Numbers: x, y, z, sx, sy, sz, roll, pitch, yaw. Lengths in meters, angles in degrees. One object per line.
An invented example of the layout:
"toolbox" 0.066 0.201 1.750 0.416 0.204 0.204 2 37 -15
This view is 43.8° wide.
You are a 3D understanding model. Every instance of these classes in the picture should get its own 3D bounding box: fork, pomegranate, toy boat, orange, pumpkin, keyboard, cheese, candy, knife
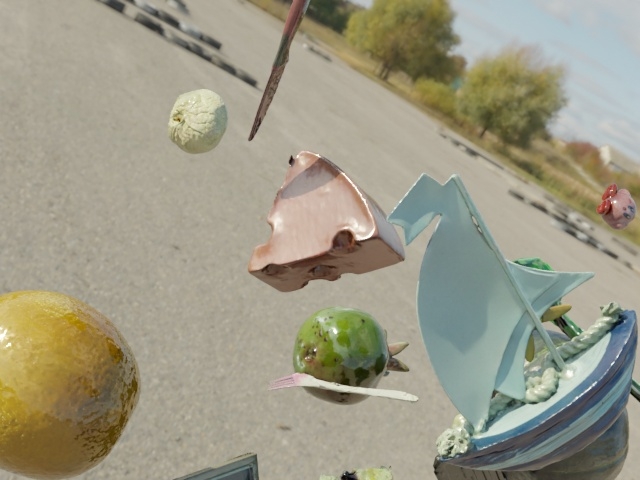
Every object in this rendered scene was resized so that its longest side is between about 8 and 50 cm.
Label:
"fork" 0.017 0.112 0.602 0.115 0.012 0.016 5 35 6
"pomegranate" 0.061 0.209 1.438 0.224 0.181 0.181 12 22 -37
"toy boat" 0.154 0.069 0.673 0.291 0.220 0.067 56 -6 -23
"orange" -0.333 0.170 0.955 0.236 0.236 0.236 29 13 -7
"pumpkin" 0.405 0.318 1.445 0.241 0.323 0.323 -16 36 -24
"keyboard" 0.248 0.387 1.264 0.016 0.106 0.262 50 -10 48
"cheese" 0.024 -0.010 1.138 0.177 0.203 0.128 16 -13 32
"candy" 0.362 0.138 1.097 0.097 0.097 0.323 18 24 -44
"knife" -0.053 -0.244 1.062 0.018 0.247 0.035 28 24 8

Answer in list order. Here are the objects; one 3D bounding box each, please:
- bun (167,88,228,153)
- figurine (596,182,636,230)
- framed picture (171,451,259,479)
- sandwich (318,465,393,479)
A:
"bun" -0.214 -0.206 1.359 0.115 0.115 0.069 39 12 33
"figurine" 0.584 -0.063 1.564 0.071 0.083 0.067 32 -16 -3
"framed picture" -0.147 0.442 1.102 0.023 0.260 0.189 -7 -3 39
"sandwich" 0.069 0.509 1.200 0.131 0.325 0.262 -6 -23 5
